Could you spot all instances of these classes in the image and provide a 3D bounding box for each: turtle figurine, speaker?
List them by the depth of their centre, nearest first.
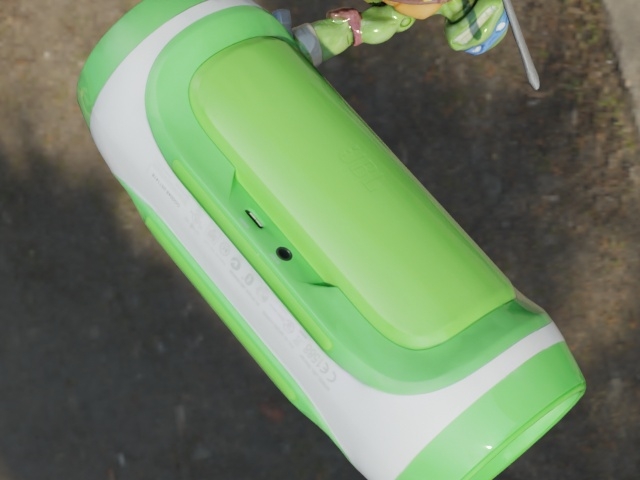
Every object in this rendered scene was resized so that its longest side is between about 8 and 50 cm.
[{"bbox_3d":[0.000,0.000,0.692,0.296,0.131,0.131,49,126,17],"label":"speaker"},{"bbox_3d":[0.026,-0.193,0.905,0.198,0.266,0.274,-24,30,57],"label":"turtle figurine"}]
